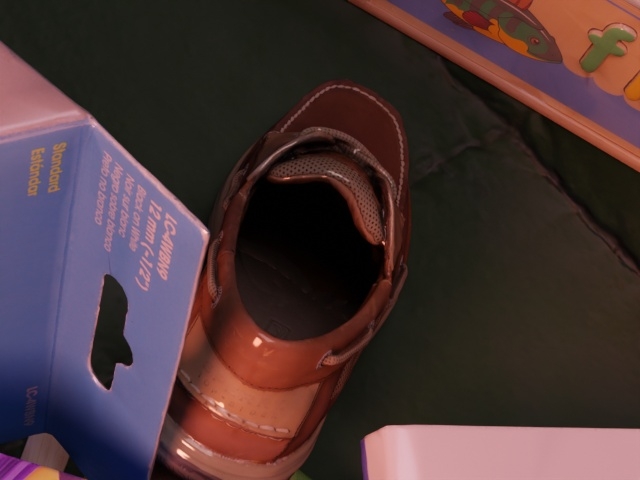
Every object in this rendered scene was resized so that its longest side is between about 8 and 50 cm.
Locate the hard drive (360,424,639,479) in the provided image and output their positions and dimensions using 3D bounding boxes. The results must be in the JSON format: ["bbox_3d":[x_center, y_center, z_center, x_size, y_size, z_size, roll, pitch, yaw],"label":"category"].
[{"bbox_3d":[0.134,0.254,0.898,0.210,0.040,0.319,4,69,-25],"label":"hard drive"}]

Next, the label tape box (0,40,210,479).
[{"bbox_3d":[-0.223,-0.013,0.796,0.347,0.249,0.115,41,55,16],"label":"label tape box"}]

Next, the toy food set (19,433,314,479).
[{"bbox_3d":[-0.058,0.150,0.902,0.218,0.071,0.128,28,56,-4],"label":"toy food set"}]

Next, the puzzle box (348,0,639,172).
[{"bbox_3d":[0.168,-0.174,1.049,0.409,0.272,0.052,30,56,-2],"label":"puzzle box"}]

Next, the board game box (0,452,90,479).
[{"bbox_3d":[-0.214,0.246,0.719,0.233,0.078,0.347,20,70,-21],"label":"board game box"}]

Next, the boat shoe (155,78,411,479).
[{"bbox_3d":[0.000,0.000,0.946,0.123,0.116,0.324,27,37,-6],"label":"boat shoe"}]
